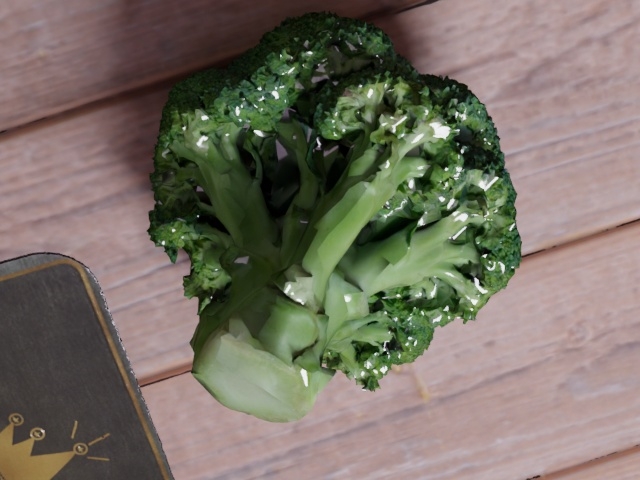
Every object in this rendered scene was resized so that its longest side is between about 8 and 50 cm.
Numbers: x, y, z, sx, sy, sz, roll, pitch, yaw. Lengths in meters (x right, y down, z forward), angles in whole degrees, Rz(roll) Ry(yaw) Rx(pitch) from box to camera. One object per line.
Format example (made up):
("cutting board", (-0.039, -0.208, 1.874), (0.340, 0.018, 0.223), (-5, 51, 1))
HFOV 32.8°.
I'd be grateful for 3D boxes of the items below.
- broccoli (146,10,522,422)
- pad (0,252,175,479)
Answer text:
("broccoli", (0.000, 0.000, 0.695), (0.270, 0.270, 0.270), (10, 132, 11))
("pad", (-0.278, 0.215, 0.865), (0.315, 0.063, 0.375), (-16, 114, 1))
